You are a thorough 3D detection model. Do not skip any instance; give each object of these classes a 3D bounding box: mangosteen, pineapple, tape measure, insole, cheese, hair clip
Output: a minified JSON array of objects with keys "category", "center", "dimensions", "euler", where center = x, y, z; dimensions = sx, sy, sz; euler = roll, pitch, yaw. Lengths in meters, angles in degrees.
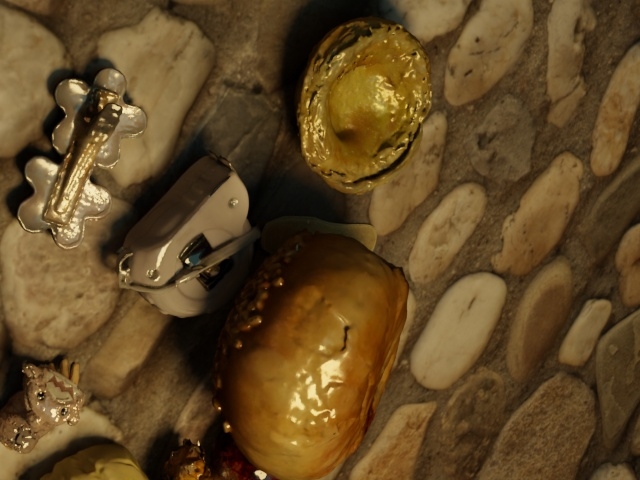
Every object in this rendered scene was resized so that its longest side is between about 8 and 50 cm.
[{"category":"mangosteen","center":[-0.120,0.387,1.996],"dimensions":[0.156,0.146,0.181],"euler":[30,88,-45]},{"category":"pineapple","center":[-0.204,0.417,1.913],"dimensions":[0.076,0.225,0.224],"euler":[-14,117,-19]},{"category":"tape measure","center":[-0.186,0.015,1.813],"dimensions":[0.236,0.120,0.197],"euler":[-46,134,-11]},{"category":"insole","center":[0.000,0.000,2.026],"dimensions":[0.248,0.011,0.081],"euler":[2,106,-40]},{"category":"cheese","center":[-0.344,0.422,1.854],"dimensions":[0.214,0.117,0.226],"euler":[-31,129,-18]},{"category":"hair clip","center":[-0.326,-0.113,1.682],"dimensions":[0.146,0.075,0.257],"euler":[19,101,-40]}]

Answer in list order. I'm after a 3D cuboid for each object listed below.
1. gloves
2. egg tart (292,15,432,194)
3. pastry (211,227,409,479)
[{"category":"gloves","center":[-0.401,0.239,1.750],"dimensions":[0.110,0.094,0.144],"euler":[24,100,-31]},{"category":"egg tart","center":[0.057,-0.213,1.915],"dimensions":[0.288,0.118,0.288],"euler":[-16,116,-36]},{"category":"pastry","center":[-0.019,0.166,1.869],"dimensions":[0.409,0.245,0.409],"euler":[22,90,-77]}]
